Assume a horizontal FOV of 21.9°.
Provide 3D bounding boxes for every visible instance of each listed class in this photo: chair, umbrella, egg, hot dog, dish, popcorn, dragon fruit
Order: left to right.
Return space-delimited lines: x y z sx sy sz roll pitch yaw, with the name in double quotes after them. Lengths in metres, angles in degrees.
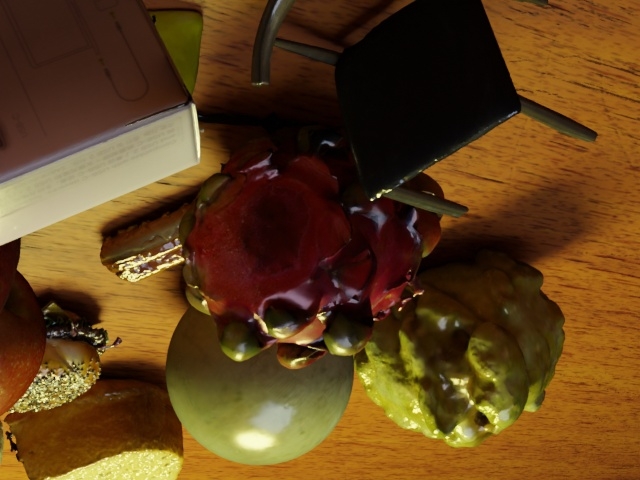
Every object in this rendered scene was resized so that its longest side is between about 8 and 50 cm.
-0.180 -0.121 1.434 0.207 0.080 0.149 -29 152 24 "dish"
-0.158 -0.002 1.743 0.165 0.045 0.071 -22 157 14 "hot dog"
-0.071 -0.115 1.590 0.149 0.022 0.022 2 175 -22 "umbrella"
-0.070 0.157 1.933 0.218 0.218 0.295 -14 164 -5 "egg"
0.005 0.000 1.617 0.307 0.227 0.243 -15 -176 -16 "dragon fruit"
0.088 -0.140 1.447 0.188 0.166 0.272 -31 152 31 "chair"
0.163 0.141 2.043 0.250 0.235 0.242 -16 177 32 "popcorn"

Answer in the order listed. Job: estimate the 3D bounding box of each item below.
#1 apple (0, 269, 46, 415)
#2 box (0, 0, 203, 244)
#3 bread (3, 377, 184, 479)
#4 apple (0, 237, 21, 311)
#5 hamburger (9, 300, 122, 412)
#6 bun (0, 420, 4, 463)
-0.366 0.099 1.676 0.168 0.181 0.181 -42 148 21 "apple"
-0.239 -0.112 1.208 0.251 0.203 0.106 -23 158 -12 "box"
-0.260 0.242 2.112 0.260 0.129 0.134 7 140 -44 "bread"
-0.368 -0.001 1.411 0.234 0.234 0.234 -13 156 -6 "apple"
-0.329 0.143 1.892 0.189 0.093 0.164 -24 155 22 "hamburger"
-0.461 0.196 1.804 0.259 0.152 0.259 17 157 7 "bun"
